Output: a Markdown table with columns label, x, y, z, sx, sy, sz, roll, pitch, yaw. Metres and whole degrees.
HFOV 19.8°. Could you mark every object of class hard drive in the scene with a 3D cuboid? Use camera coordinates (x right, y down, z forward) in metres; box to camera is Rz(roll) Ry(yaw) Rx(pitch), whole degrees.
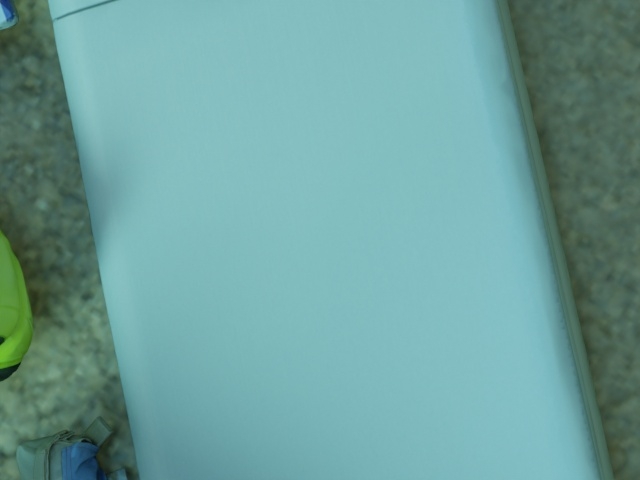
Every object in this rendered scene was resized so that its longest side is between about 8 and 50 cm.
| label | x | y | z | sx | sy | sz | roll | pitch | yaw |
| --- | --- | --- | --- | --- | --- | --- | --- | --- | --- |
| hard drive | 0.000 | 0.000 | 0.917 | 0.233 | 0.047 | 0.353 | -14 | 84 | 18 |

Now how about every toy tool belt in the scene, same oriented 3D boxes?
| label | x | y | z | sx | sy | sz | roll | pitch | yaw |
| --- | --- | --- | --- | --- | --- | --- | --- | --- | --- |
| toy tool belt | -0.120 | 0.136 | 0.940 | 0.051 | 0.052 | 0.083 | -19 | 83 | 16 |

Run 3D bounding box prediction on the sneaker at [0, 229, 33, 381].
| label | x | y | z | sx | sy | sz | roll | pitch | yaw |
| --- | --- | --- | --- | --- | --- | --- | --- | --- | --- |
| sneaker | -0.292 | 0.049 | 0.960 | 0.295 | 0.109 | 0.124 | -15 | 65 | 6 |

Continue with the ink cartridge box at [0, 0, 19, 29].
| label | x | y | z | sx | sy | sz | roll | pitch | yaw |
| --- | --- | --- | --- | --- | --- | --- | --- | --- | --- |
| ink cartridge box | -0.364 | -0.194 | 0.991 | 0.330 | 0.071 | 0.324 | -21 | 82 | -3 |
